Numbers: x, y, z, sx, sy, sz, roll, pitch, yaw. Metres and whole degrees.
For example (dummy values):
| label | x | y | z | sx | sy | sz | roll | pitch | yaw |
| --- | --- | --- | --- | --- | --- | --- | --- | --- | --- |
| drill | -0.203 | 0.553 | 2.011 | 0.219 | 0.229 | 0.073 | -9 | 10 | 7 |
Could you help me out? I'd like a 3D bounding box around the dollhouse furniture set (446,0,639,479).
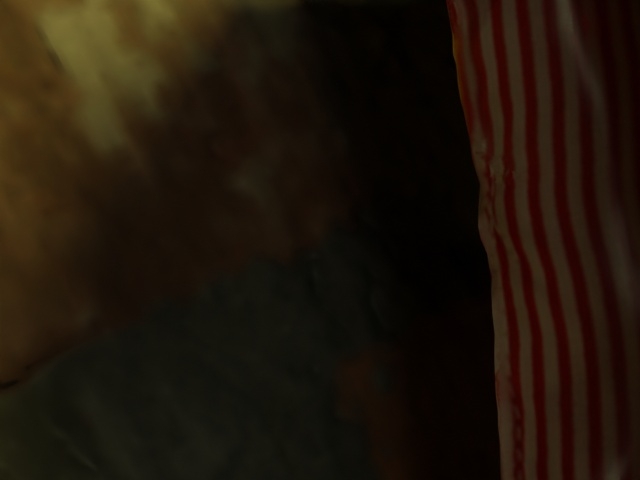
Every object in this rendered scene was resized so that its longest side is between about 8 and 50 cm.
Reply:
| label | x | y | z | sx | sy | sz | roll | pitch | yaw |
| --- | --- | --- | --- | --- | --- | --- | --- | --- | --- |
| dollhouse furniture set | 0.000 | 0.000 | 0.276 | 0.374 | 0.152 | 0.201 | 1 | 76 | -36 |
